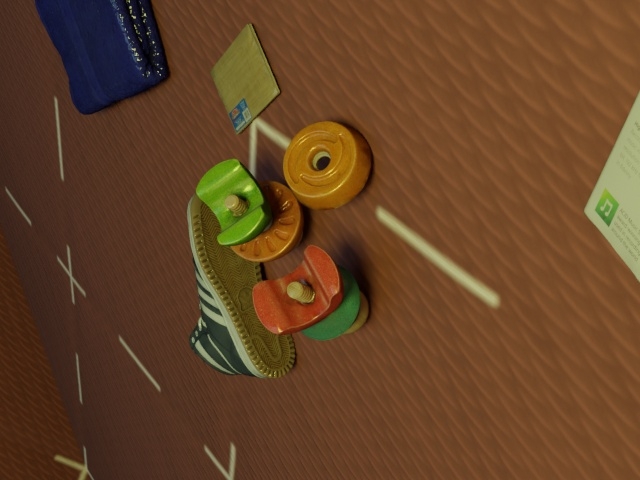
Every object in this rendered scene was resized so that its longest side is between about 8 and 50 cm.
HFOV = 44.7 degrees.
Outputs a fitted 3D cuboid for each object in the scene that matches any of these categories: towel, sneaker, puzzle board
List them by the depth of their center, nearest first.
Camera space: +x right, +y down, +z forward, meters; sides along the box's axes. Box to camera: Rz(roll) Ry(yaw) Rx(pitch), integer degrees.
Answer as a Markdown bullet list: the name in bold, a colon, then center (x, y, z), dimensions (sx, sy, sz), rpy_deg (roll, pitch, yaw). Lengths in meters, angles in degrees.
- **puzzle board**: center (-0.098, -0.206, 1.006), dimensions (0.128, 0.011, 0.096), rpy_deg (-31, 81, 56)
- **sneaker**: center (-0.145, 0.071, 1.127), dimensions (0.153, 0.099, 0.282), rpy_deg (-19, 92, 54)
- **towel**: center (-0.351, -0.336, 1.256), dimensions (0.308, 0.076, 0.227), rpy_deg (-1, 111, 55)

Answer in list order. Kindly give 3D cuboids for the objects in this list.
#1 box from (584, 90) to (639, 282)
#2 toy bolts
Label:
- **box**: center (0.276, -0.073, 0.423), dimensions (0.232, 0.059, 0.322), rpy_deg (-109, 23, -48)
- **toy bolts**: center (0.000, 0.000, 0.903), dimensions (0.218, 0.158, 0.228), rpy_deg (-31, 64, 15)
